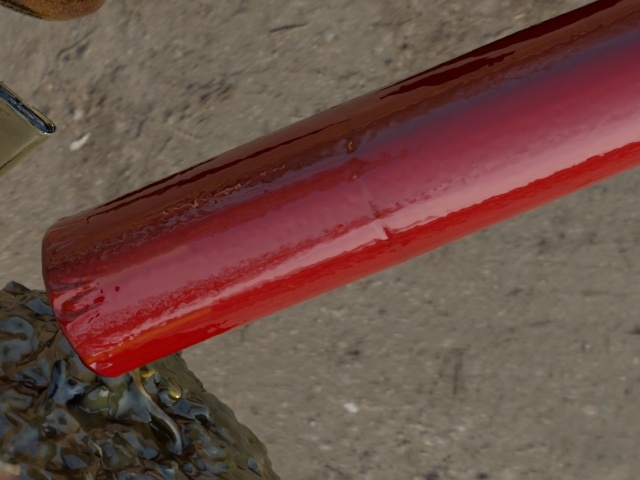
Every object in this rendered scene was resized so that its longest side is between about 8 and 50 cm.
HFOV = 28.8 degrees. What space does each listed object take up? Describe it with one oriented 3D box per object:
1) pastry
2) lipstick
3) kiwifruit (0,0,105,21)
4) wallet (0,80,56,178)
[{"bbox_3d":[-0.133,0.116,0.627,0.275,0.275,0.193,30,89,-18],"label":"pastry"},{"bbox_3d":[0.019,-0.022,0.494,0.279,0.073,0.073,-21,96,16],"label":"lipstick"},{"bbox_3d":[-0.188,-0.182,0.793,0.124,0.075,0.075,23,77,-40],"label":"kiwifruit"},{"bbox_3d":[-0.463,-0.154,1.784,0.110,0.198,0.031,41,54,-19],"label":"wallet"}]
